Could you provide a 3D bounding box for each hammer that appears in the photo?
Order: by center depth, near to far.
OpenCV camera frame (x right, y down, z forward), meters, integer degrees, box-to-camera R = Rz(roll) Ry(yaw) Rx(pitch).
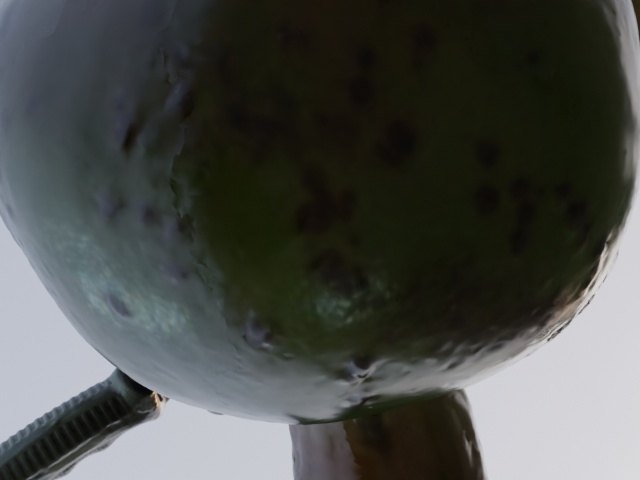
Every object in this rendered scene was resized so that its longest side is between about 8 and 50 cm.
[{"bbox_3d":[-0.169,0.134,1.003,0.226,0.041,0.158,-33,-34,-7],"label":"hammer"}]

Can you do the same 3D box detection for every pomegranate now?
[{"bbox_3d":[-0.015,-0.007,0.484,0.231,0.231,0.285,-6,-60,-40],"label":"pomegranate"}]

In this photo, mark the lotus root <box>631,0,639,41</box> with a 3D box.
[{"bbox_3d":[0.194,-0.145,0.939,0.188,0.199,0.180,-60,-21,-53],"label":"lotus root"}]
